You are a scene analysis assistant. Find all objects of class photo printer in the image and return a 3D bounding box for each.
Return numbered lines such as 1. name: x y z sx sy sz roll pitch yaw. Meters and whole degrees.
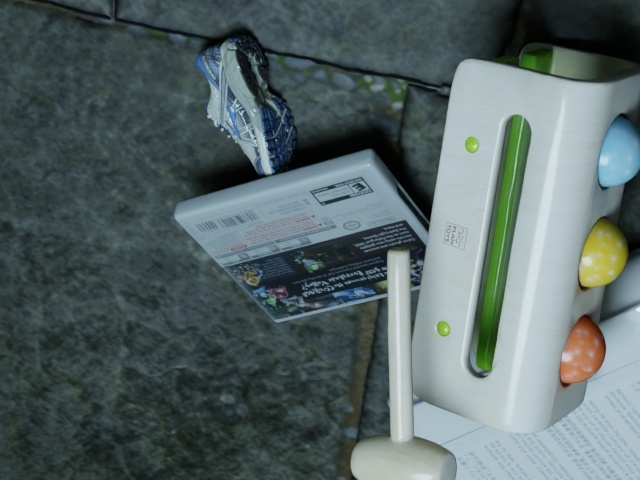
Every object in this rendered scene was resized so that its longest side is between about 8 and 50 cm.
1. photo printer: 0.230 0.163 1.435 0.307 0.107 0.256 -29 112 33

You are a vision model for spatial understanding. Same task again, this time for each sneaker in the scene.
1. sneaker: -0.063 -0.106 1.366 0.058 0.052 0.135 -3 118 31

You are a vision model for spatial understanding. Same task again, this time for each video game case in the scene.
1. video game case: 0.000 0.000 1.407 0.190 0.022 0.173 -15 139 26

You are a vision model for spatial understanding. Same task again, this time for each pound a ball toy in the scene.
1. pound a ball toy: 0.144 0.028 1.222 0.136 0.208 0.319 17 109 28
